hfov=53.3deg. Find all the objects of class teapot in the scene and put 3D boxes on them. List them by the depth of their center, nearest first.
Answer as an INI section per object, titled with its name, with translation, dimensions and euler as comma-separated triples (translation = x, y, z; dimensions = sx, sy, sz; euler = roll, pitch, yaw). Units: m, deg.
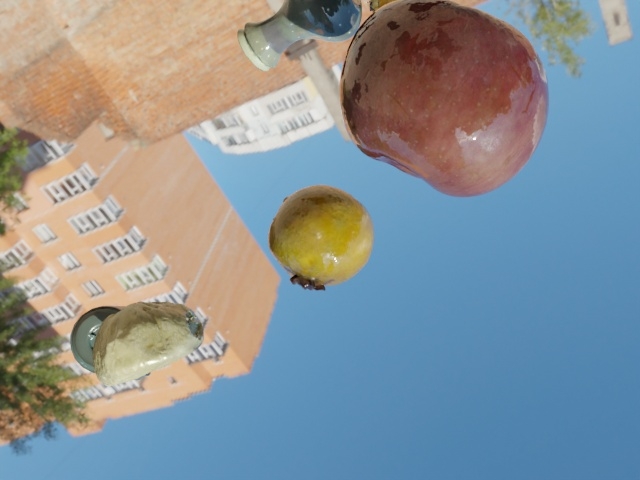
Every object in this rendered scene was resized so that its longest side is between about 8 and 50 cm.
[teapot]
translation = -0.046, -0.460, 1.323
dimensions = 0.251, 0.183, 0.183
euler = -28, -153, 26

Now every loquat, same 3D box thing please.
[loquat]
translation = 0.000, 0.000, 1.370
dimensions = 0.244, 0.244, 0.244
euler = -24, -151, 14

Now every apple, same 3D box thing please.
[apple]
translation = 0.169, -0.200, 0.913
dimensions = 0.235, 0.306, 0.306
euler = -65, -152, 8

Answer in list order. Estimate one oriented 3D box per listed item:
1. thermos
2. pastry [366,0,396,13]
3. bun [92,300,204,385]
[thermos]
translation = -0.450, 0.235, 1.466
dimensions = 0.145, 0.182, 0.286
euler = -24, 174, -3
[pastry]
translation = 0.188, -0.549, 1.505
dimensions = 0.153, 0.153, 0.081
euler = -11, -165, 34
[bun]
translation = -0.334, 0.182, 1.215
dimensions = 0.220, 0.134, 0.220
euler = -23, 180, 0
